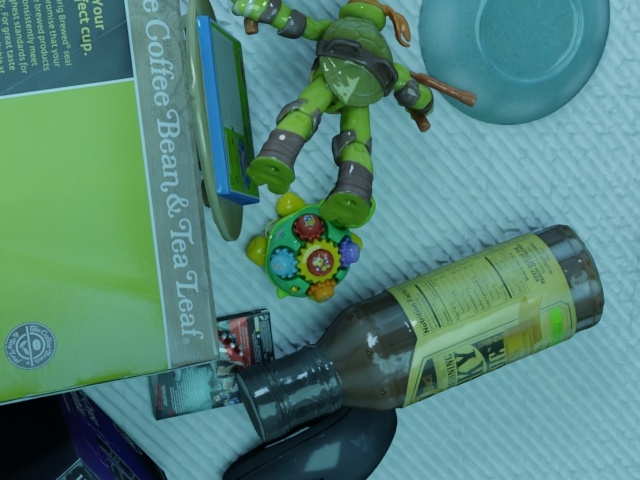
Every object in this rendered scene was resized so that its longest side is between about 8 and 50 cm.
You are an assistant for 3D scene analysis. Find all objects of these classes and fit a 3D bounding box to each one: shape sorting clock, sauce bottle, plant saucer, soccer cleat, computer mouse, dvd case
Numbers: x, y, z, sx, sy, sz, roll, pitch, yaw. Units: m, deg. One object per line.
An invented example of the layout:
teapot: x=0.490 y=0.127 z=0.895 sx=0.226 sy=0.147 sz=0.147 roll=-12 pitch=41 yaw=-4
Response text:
shape sorting clock: x=-0.088 y=-0.101 z=1.207 sx=0.040 sy=0.206 sz=0.206 roll=-8 pitch=109 yaw=9
sauce bottle: x=0.091 y=0.091 z=1.367 sx=0.344 sy=0.111 sz=0.111 roll=-22 pitch=110 yaw=-9
plant saucer: x=0.187 y=-0.199 z=1.355 sx=0.195 sy=0.037 sz=0.195 roll=-4 pitch=105 yaw=-17
soccer cleat: x=-0.105 y=0.092 z=1.333 sx=0.083 sy=0.029 sz=0.035 roll=37 pitch=100 yaw=-20
computer mouse: x=-0.017 y=0.264 z=1.405 sx=0.262 sy=0.060 sz=0.184 roll=-31 pitch=111 yaw=-7
dvd case: x=-0.101 y=0.114 z=1.362 sx=0.119 sy=0.013 sz=0.087 roll=-11 pitch=108 yaw=-15

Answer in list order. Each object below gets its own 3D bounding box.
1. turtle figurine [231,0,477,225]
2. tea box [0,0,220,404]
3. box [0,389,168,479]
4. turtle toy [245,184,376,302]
turtle figurine: x=0.030 y=-0.126 z=1.248 sx=0.269 sy=0.087 sz=0.217 roll=31 pitch=59 yaw=-28
tea box: x=-0.265 y=-0.063 z=1.107 sx=0.324 sy=0.220 sz=0.329 roll=-9 pitch=107 yaw=-14
box: x=-0.195 y=0.220 z=1.226 sx=0.103 sy=0.261 sz=0.184 roll=-40 pitch=113 yaw=-4
turtle toy: x=0.000 y=0.000 z=1.333 sx=0.095 sy=0.066 sz=0.130 roll=33 pitch=93 yaw=-23
